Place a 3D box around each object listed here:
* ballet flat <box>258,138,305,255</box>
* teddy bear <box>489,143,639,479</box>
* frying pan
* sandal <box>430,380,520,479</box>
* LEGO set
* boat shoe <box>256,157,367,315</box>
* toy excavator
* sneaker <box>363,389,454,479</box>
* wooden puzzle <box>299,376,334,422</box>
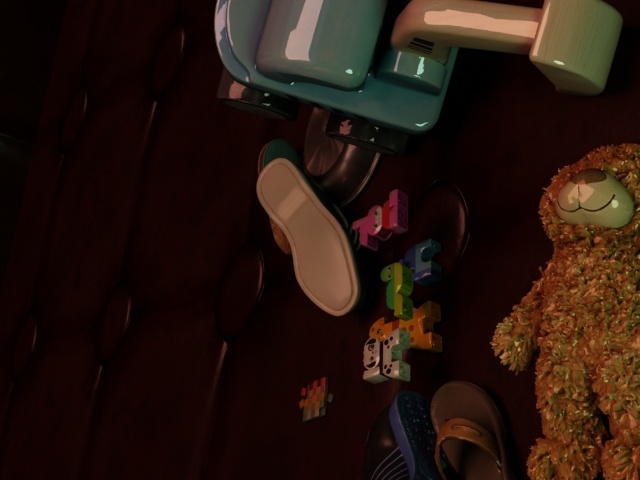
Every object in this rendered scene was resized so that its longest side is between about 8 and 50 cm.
[{"bbox_3d":[-0.052,-0.056,1.984,0.206,0.073,0.067,-101,23,-49],"label":"ballet flat"},{"bbox_3d":[0.252,0.067,1.281,0.245,0.113,0.338,9,83,61],"label":"teddy bear"},{"bbox_3d":[0.059,-0.189,1.875,0.326,0.053,0.197,-59,30,31],"label":"frying pan"},{"bbox_3d":[0.148,0.224,1.441,0.090,0.060,0.219,-53,33,34],"label":"sandal"},{"bbox_3d":[0.080,0.071,1.625,0.093,0.087,0.227,-23,53,38],"label":"LEGO set"},{"bbox_3d":[0.000,0.000,1.825,0.095,0.079,0.254,-49,50,16],"label":"boat shoe"},{"bbox_3d":[0.086,-0.227,1.606,0.445,0.433,0.222,69,-143,-88],"label":"toy excavator"},{"bbox_3d":[0.094,0.270,1.506,0.090,0.081,0.232,-56,24,36],"label":"sneaker"},{"bbox_3d":[-0.006,0.201,1.808,0.083,0.006,0.049,-31,48,53],"label":"wooden puzzle"}]
